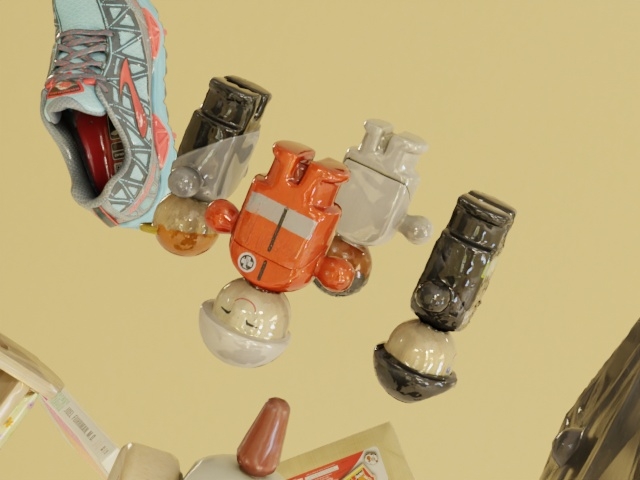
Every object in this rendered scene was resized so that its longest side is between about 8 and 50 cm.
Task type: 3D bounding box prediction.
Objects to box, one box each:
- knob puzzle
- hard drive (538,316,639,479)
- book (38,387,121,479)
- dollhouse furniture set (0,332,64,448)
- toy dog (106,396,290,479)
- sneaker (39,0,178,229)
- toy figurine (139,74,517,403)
[{"bbox_3d":[0.035,0.325,1.592,0.213,0.213,0.030,19,165,20],"label":"knob puzzle"},{"bbox_3d":[0.101,0.057,0.350,0.054,0.254,0.172,29,-124,4],"label":"hard drive"},{"bbox_3d":[-0.205,0.184,1.274,0.035,0.096,0.144,-41,-136,-13],"label":"book"},{"bbox_3d":[-0.258,0.113,0.826,0.101,0.182,0.161,39,177,-28],"label":"dollhouse furniture set"},{"bbox_3d":[-0.048,0.218,0.791,0.220,0.161,0.333,5,-144,-26],"label":"toy dog"},{"bbox_3d":[-0.202,-0.141,1.297,0.104,0.262,0.125,-18,172,23],"label":"sneaker"},{"bbox_3d":[0.000,0.000,0.943,0.213,0.148,0.209,12,-161,-32],"label":"toy figurine"}]
